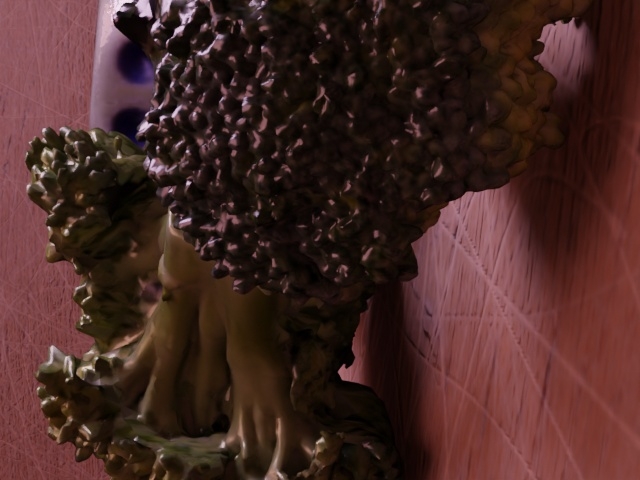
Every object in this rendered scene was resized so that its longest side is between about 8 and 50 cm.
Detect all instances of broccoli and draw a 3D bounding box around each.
[{"bbox_3d":[-0.081,0.048,0.759,0.338,0.277,0.317,-93,2,-56],"label":"broccoli"},{"bbox_3d":[0.024,-0.108,0.548,0.243,0.247,0.262,-17,-50,-57],"label":"broccoli"}]

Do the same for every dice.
[{"bbox_3d":[-0.190,-0.281,1.428,0.304,0.277,0.304,-102,24,-47],"label":"dice"}]
